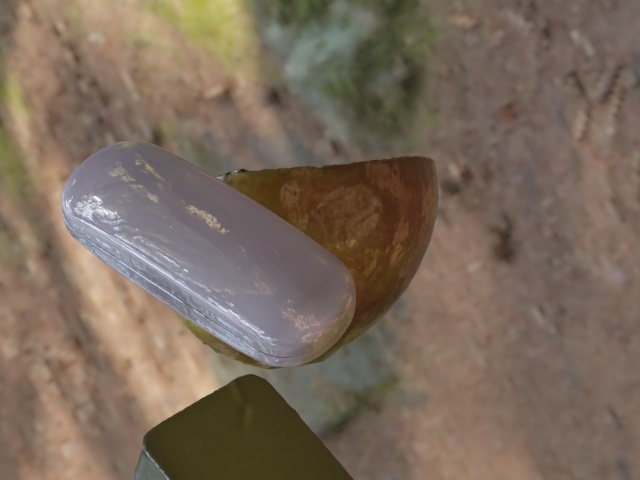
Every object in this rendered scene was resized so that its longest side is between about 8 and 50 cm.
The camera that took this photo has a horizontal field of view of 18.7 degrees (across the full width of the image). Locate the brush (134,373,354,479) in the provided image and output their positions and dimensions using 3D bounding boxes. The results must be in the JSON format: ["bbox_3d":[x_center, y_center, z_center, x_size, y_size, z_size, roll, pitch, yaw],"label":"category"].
[{"bbox_3d":[-0.038,0.202,1.425,0.197,0.123,0.059,50,143,18],"label":"brush"}]

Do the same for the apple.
[{"bbox_3d":[0.000,0.000,1.996,0.179,0.346,0.254,52,130,29],"label":"apple"}]

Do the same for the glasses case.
[{"bbox_3d":[-0.101,0.008,1.703,0.297,0.113,0.075,33,149,24],"label":"glasses case"}]
